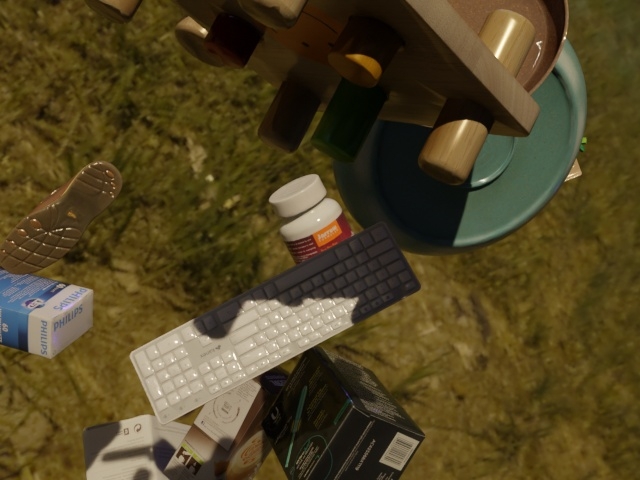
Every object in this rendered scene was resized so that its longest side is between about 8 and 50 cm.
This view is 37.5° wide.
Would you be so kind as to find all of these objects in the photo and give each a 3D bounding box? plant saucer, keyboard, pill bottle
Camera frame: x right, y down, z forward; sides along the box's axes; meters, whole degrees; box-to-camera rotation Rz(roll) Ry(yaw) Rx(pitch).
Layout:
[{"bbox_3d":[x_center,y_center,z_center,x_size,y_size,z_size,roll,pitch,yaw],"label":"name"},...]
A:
[{"bbox_3d":[0.138,-0.193,0.897,0.036,0.198,0.198,33,40,-61],"label":"plant saucer"},{"bbox_3d":[0.169,-0.113,1.072,0.317,0.317,0.043,47,6,-32],"label":"plant saucer"},{"bbox_3d":[-0.040,0.071,0.828,0.072,0.256,0.014,62,-3,11],"label":"keyboard"},{"bbox_3d":[0.000,0.000,1.705,0.221,0.121,0.121,63,26,-18],"label":"pill bottle"}]

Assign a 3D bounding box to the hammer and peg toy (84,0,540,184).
[{"bbox_3d":[-0.049,-0.165,0.684,0.266,0.361,0.127,36,77,-42],"label":"hammer and peg toy"}]

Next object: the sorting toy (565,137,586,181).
[{"bbox_3d":[0.360,-0.120,1.388,0.012,0.083,0.062,175,-107,-87],"label":"sorting toy"}]

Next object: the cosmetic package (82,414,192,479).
[{"bbox_3d":[-0.324,0.547,1.811,0.217,0.156,0.385,45,33,-63],"label":"cosmetic package"}]

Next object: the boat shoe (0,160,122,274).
[{"bbox_3d":[-0.311,-0.027,1.139,0.064,0.178,0.060,48,-5,-16],"label":"boat shoe"}]

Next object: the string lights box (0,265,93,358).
[{"bbox_3d":[-0.531,0.109,1.593,0.133,0.260,0.076,-45,146,-63],"label":"string lights box"}]

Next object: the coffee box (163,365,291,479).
[{"bbox_3d":[-0.149,0.338,1.671,0.098,0.246,0.141,37,12,27],"label":"coffee box"}]

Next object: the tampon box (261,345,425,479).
[{"bbox_3d":[0.021,0.215,1.072,0.101,0.120,0.161,28,8,-24],"label":"tampon box"}]
